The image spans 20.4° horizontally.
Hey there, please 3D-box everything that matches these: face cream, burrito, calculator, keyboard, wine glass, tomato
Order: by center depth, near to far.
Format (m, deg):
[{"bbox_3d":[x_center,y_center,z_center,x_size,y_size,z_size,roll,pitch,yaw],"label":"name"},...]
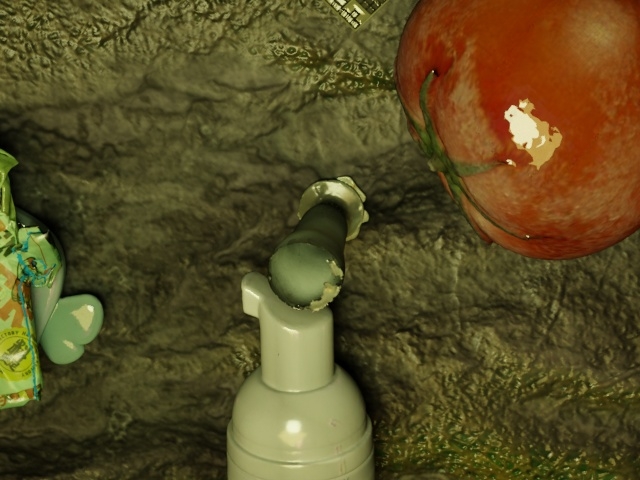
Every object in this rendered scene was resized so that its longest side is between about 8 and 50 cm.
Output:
[{"bbox_3d":[0.194,-0.122,1.469,0.265,0.265,0.265,4,115,8],"label":"tomato"},{"bbox_3d":[0.001,-0.245,1.578,0.129,0.015,0.049,44,115,-11],"label":"keyboard"},{"bbox_3d":[0.000,0.000,1.614,0.072,0.155,0.072,4,115,9],"label":"wine glass"},{"bbox_3d":[-0.296,0.035,1.692,0.104,0.054,0.288,-4,109,3],"label":"burrito"},{"bbox_3d":[-0.019,0.206,1.719,0.145,0.145,0.370,3,117,9],"label":"face cream"},{"bbox_3d":[-0.356,0.034,1.748,0.299,0.041,0.185,24,110,-4],"label":"calculator"}]
